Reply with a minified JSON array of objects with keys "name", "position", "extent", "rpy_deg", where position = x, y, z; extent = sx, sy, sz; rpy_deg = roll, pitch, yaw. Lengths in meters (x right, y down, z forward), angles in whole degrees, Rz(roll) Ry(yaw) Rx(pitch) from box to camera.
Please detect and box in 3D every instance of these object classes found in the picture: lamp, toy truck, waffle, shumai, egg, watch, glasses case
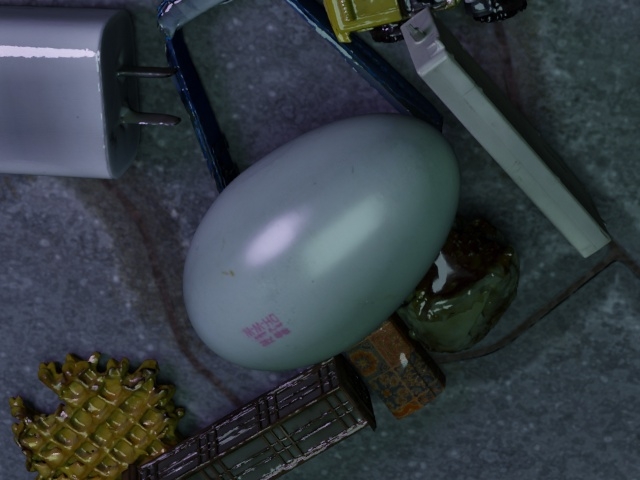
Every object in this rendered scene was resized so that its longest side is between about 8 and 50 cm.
[{"name":"lamp","position":[-0.091,0.258,1.956],"extent":[0.325,0.089,0.090],"rpy_deg":[-32,117,10]},{"name":"toy truck","position":[0.141,-0.292,1.716],"extent":[0.286,0.111,0.136],"rpy_deg":[-13,109,9]},{"name":"waffle","position":[-0.283,0.251,2.023],"extent":[0.229,0.051,0.231],"rpy_deg":[-6,112,6]},{"name":"shumai","position":[0.155,0.061,1.845],"extent":[0.184,0.142,0.184],"rpy_deg":[2,110,7]},{"name":"egg","position":[0.000,0.000,1.746],"extent":[0.230,0.230,0.371],"rpy_deg":[43,118,-12]},{"name":"watch","position":[-0.032,-0.200,1.796],"extent":[0.276,0.068,0.274],"rpy_deg":[-18,109,12]},{"name":"glasses case","position":[0.060,0.114,1.926],"extent":[0.075,0.049,0.218],"rpy_deg":[-33,106,18]}]

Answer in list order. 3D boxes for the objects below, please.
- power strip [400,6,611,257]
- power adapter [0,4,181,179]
[{"name":"power strip","position":[0.202,-0.118,1.726],"extent":[0.043,0.106,0.367],"rpy_deg":[-36,124,16]},{"name":"power adapter","position":[-0.284,-0.169,1.796],"extent":[0.255,0.124,0.187],"rpy_deg":[2,114,10]}]
